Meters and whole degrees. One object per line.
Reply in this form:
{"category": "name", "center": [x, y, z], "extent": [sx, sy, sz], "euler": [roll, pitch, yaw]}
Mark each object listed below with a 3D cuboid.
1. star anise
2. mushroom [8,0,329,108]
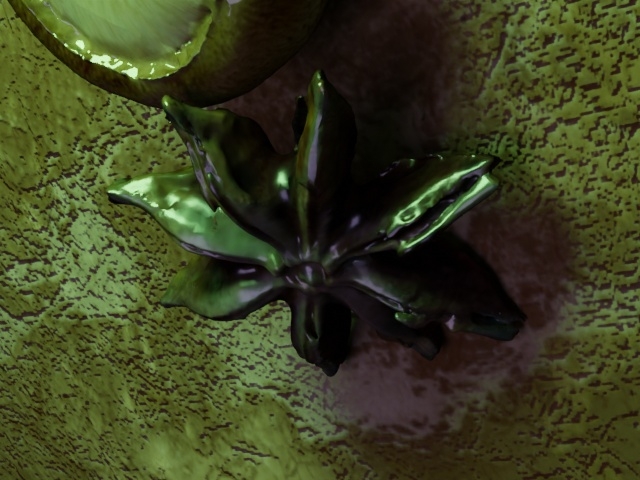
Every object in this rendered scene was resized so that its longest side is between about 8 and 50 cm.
{"category": "star anise", "center": [0.001, 0.001, 1.225], "extent": [0.288, 0.088, 0.288], "euler": [14, 140, 12]}
{"category": "mushroom", "center": [-0.100, -0.226, 1.183], "extent": [0.278, 0.163, 0.297], "euler": [-2, 110, 54]}
